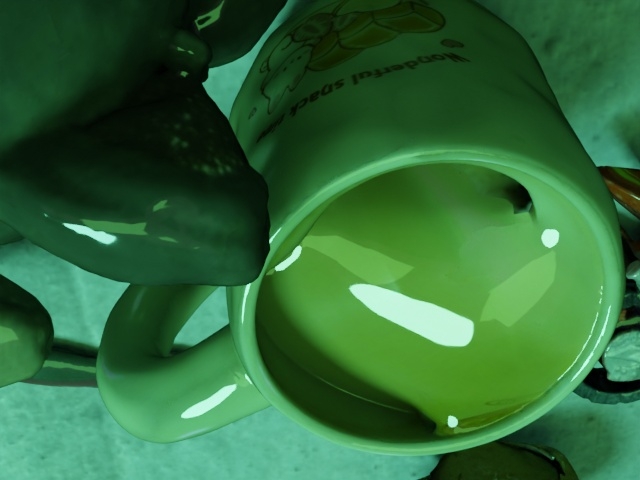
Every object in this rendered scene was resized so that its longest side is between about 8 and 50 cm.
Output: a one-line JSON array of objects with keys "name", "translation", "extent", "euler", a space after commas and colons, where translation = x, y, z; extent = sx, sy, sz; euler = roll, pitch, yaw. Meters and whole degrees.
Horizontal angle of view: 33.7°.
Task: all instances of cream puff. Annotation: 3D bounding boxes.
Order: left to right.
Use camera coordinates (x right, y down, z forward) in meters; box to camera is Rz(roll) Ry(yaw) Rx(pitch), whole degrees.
[{"name": "cream puff", "translation": [0.119, 0.198, 0.703], "extent": [0.119, 0.133, 0.104], "euler": [-4, 127, -13]}]

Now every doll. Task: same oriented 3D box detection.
[{"name": "doll", "translation": [-0.193, -0.071, 0.489], "extent": [0.382, 0.252, 0.378], "euler": [14, 152, 2]}]

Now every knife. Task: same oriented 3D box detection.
[{"name": "knife", "translation": [-0.116, 0.084, 0.686], "extent": [0.247, 0.018, 0.035], "euler": [7, 119, -11]}]

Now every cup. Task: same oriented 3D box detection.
[{"name": "cup", "translation": [0.018, 0.007, 0.532], "extent": [0.173, 0.202, 0.255], "euler": [28, 116, -19]}]

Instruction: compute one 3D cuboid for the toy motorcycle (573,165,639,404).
[{"name": "toy motorcycle", "translation": [0.286, 0.042, 0.638], "extent": [0.298, 0.089, 0.171], "euler": [9, 120, -8]}]
